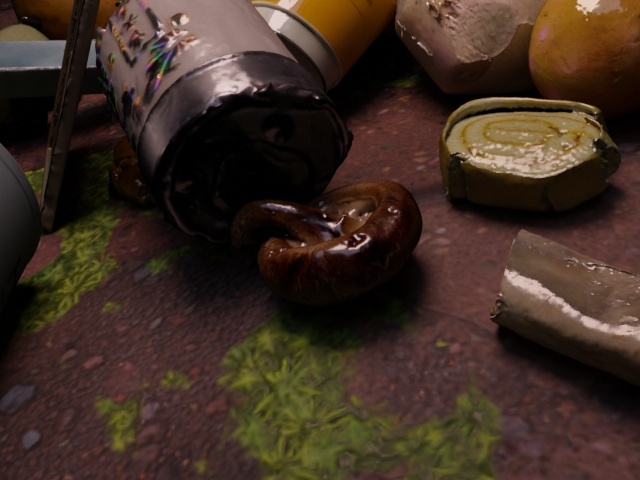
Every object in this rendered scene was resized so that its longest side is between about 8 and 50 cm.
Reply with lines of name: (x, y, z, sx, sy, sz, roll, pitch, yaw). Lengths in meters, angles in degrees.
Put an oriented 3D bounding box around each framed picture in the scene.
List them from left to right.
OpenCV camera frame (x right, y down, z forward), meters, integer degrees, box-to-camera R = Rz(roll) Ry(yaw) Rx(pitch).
framed picture: (-0.296, -0.184, 0.696, 0.020, 0.289, 0.211, 10, 29, -27)

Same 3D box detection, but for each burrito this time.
burrito: (0.196, 0.057, 0.370, 0.087, 0.060, 0.226, -32, 40, -26)

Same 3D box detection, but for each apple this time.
apple: (0.278, -0.185, 0.568, 0.146, 0.146, 0.146, -10, 39, 9)

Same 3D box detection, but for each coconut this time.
coconut: (0.177, -0.239, 0.654, 0.171, 0.171, 0.183, -34, 81, -20)

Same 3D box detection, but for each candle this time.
candle: (-0.120, -0.160, 0.587, 0.187, 0.187, 0.330, -26, 58, -11)

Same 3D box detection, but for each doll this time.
doll: (-0.490, -0.240, 0.924, 0.144, 0.135, 0.234, 1, 46, 25)

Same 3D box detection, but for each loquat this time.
loquat: (-0.405, -0.444, 1.040, 0.263, 0.263, 0.263, -10, 39, 9)

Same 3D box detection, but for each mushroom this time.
mushroom: (0.000, 0.002, 0.496, 0.171, 0.080, 0.135, 4, 32, 24)

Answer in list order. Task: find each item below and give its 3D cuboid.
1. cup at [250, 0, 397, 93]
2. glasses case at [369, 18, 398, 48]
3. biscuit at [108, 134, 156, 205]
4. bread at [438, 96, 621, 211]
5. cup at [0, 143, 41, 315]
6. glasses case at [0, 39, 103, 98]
cup: (0.022, -0.315, 0.725, 0.196, 0.196, 0.279, 20, 72, 37)
glasses case: (0.088, -0.326, 0.865, 0.299, 0.060, 0.114, -26, 38, -11)
biscuit: (-0.160, -0.119, 0.727, 0.226, 0.042, 0.226, -10, 41, 8)
bread: (0.184, -0.078, 0.534, 0.156, 0.064, 0.117, 16, 53, 33)
cup: (-0.423, 0.066, 0.437, 0.331, 0.256, 0.311, -11, 41, 5)
glasses case: (-0.333, -0.249, 0.860, 0.266, 0.056, 0.105, -9, 41, -22)
